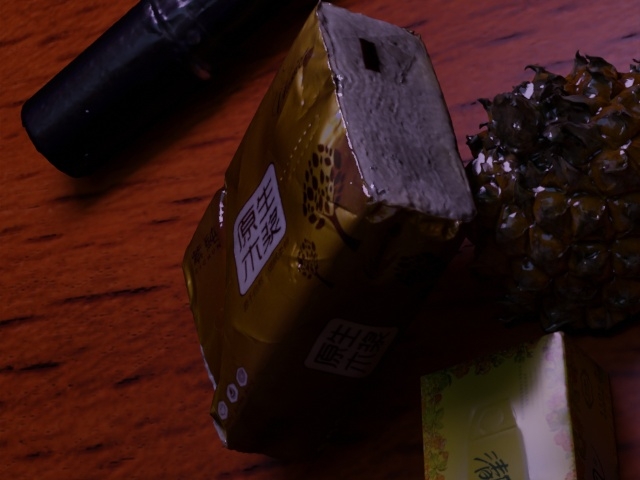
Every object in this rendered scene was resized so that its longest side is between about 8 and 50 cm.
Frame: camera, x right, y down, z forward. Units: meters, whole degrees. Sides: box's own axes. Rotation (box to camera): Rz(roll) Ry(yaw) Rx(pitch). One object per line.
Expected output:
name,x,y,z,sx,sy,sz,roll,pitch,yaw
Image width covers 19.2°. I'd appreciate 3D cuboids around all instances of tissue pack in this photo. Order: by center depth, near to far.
tissue pack,0.111,0.147,1.041,0.095,0.062,0.176,-21,52,28
tissue pack,0.000,0.000,1.149,0.226,0.092,0.183,-57,30,37

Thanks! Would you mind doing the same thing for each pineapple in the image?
pineapple,0.140,-0.043,1.091,0.176,0.137,0.161,-16,53,32

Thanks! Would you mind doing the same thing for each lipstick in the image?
lipstick,-0.094,-0.157,1.401,0.299,0.081,0.081,-36,45,15
